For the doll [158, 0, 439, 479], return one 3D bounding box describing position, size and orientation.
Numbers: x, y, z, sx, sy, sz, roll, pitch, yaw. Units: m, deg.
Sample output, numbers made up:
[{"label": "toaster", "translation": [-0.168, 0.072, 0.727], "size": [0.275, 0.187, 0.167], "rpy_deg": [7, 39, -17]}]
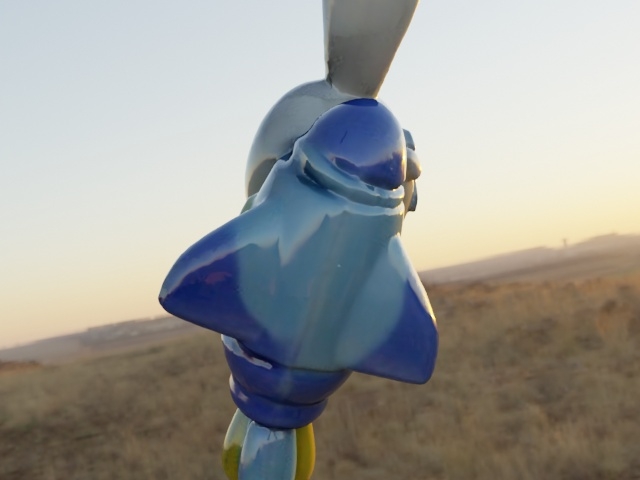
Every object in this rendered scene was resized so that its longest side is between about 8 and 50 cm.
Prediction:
[{"label": "doll", "translation": [0.009, 0.000, 0.785], "size": [0.187, 0.366, 0.376], "rpy_deg": [-1, -42, 16]}]
